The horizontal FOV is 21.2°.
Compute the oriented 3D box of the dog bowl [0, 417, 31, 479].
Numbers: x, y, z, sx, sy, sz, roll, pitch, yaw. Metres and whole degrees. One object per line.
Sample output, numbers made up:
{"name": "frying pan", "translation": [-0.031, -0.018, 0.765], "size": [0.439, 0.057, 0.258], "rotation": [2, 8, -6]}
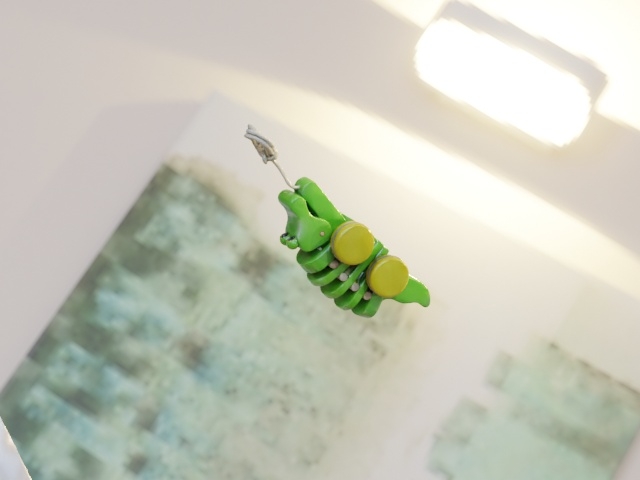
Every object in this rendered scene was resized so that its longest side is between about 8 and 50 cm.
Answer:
{"name": "dog bowl", "translation": [-0.253, 0.166, 1.045], "size": [0.349, 0.102, 0.348], "rotation": [49, -25, 32]}

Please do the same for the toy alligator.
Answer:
{"name": "toy alligator", "translation": [0.000, 0.000, 1.143], "size": [0.190, 0.051, 0.056], "rotation": [42, -5, -28]}
